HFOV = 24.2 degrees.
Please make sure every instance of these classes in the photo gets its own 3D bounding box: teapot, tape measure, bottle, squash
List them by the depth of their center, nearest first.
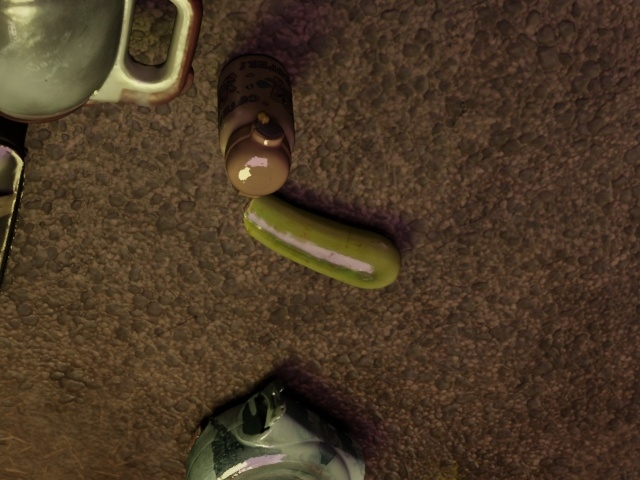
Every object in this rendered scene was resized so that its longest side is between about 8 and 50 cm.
[{"bbox_3d":[-0.292,-0.271,1.735,0.315,0.233,0.312,5,138,1],"label":"teapot"},{"bbox_3d":[-0.077,-0.144,1.861,0.097,0.209,0.110,10,126,-13],"label":"bottle"},{"bbox_3d":[0.000,0.000,2.069,0.250,0.083,0.083,23,123,-17],"label":"squash"},{"bbox_3d":[-0.072,0.358,2.299,0.275,0.147,0.256,-41,122,20],"label":"tape measure"}]

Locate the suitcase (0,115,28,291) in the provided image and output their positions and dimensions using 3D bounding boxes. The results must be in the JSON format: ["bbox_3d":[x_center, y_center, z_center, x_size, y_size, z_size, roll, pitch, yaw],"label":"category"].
[{"bbox_3d":[-0.536,-0.028,1.927,0.283,0.194,0.434,12,125,-13],"label":"suitcase"}]
